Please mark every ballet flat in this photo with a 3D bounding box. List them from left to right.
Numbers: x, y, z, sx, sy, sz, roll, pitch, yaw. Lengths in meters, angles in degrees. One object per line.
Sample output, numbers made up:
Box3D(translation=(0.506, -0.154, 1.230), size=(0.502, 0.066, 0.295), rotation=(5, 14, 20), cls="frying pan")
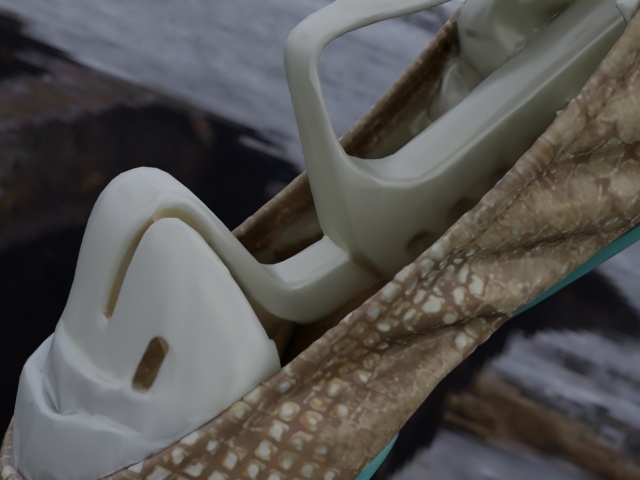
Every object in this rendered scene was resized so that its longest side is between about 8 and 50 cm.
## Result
Box3D(translation=(0.000, 0.000, 0.342), size=(0.067, 0.206, 0.073), rotation=(54, -13, -27), cls="ballet flat")
